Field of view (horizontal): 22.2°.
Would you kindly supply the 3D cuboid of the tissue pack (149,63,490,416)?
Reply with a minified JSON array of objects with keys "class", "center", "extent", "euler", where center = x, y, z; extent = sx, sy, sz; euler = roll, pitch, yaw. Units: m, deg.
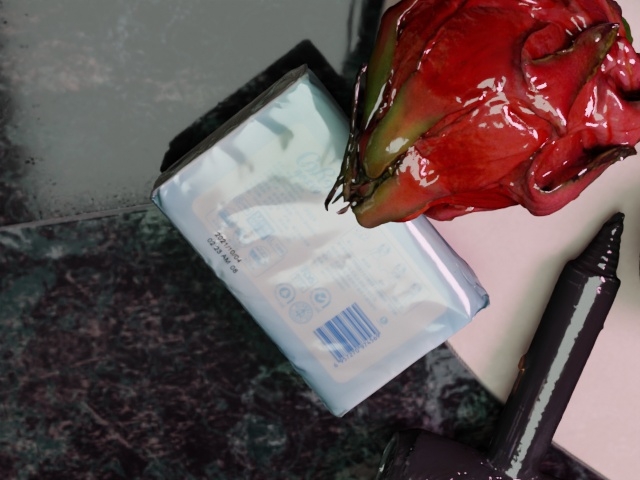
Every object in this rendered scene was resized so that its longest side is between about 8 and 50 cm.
[{"class":"tissue pack","center":[0.000,0.000,1.416],"extent":[0.177,0.089,0.263],"euler":[-37,103,11]}]

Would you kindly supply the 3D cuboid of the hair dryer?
[{"class":"hair dryer","center":[0.182,0.128,1.466],"extent":[0.189,0.107,0.352],"euler":[20,101,-4]}]

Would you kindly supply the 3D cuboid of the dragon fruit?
[{"class":"dragon fruit","center":[0.126,-0.100,1.288],"extent":[0.293,0.234,0.234],"euler":[-45,106,-19]}]
